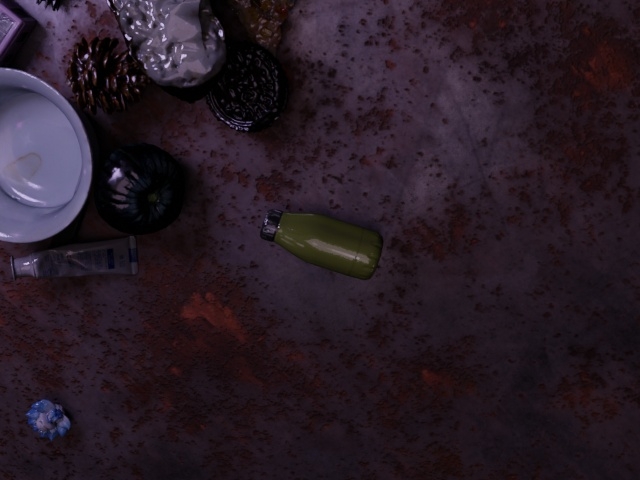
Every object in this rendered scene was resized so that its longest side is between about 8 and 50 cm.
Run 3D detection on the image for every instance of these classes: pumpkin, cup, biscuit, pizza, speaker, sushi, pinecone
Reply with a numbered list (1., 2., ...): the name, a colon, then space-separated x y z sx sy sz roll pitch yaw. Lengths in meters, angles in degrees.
1. pumpkin: -0.380 -0.107 1.399 0.140 0.202 0.202 28 117 41
2. cup: -0.607 -0.181 1.385 0.347 0.163 0.347 1 104 6
3. biscuit: -0.153 -0.311 1.356 0.194 0.053 0.195 8 115 17
4. pizza: -0.120 -0.454 1.325 0.185 0.052 0.195 -5 110 9
5. speaker: -0.582 -0.009 1.517 0.046 0.040 0.191 25 109 -6
6. sushi: -0.270 -0.442 1.245 0.234 0.207 0.349 -19 97 -1
7. pinecone: -0.424 -0.327 1.332 0.173 0.173 0.174 1 109 3

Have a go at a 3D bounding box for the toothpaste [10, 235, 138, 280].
1. toothpaste: -0.551 0.047 1.500 0.266 0.061 0.096 -6 116 -18

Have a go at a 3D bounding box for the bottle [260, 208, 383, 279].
1. bottle: 0.000 0.000 1.443 0.260 0.112 0.112 18 110 -3

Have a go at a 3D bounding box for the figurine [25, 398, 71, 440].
1. figurine: -0.688 0.453 1.666 0.114 0.079 0.114 -1 114 -1

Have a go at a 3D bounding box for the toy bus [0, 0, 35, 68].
1. toy bus: -0.679 -0.402 1.358 0.108 0.096 0.199 38 105 -14

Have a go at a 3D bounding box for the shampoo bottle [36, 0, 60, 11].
1. shampoo bottle: -0.523 -0.551 1.317 0.087 0.050 0.183 19 110 -6
